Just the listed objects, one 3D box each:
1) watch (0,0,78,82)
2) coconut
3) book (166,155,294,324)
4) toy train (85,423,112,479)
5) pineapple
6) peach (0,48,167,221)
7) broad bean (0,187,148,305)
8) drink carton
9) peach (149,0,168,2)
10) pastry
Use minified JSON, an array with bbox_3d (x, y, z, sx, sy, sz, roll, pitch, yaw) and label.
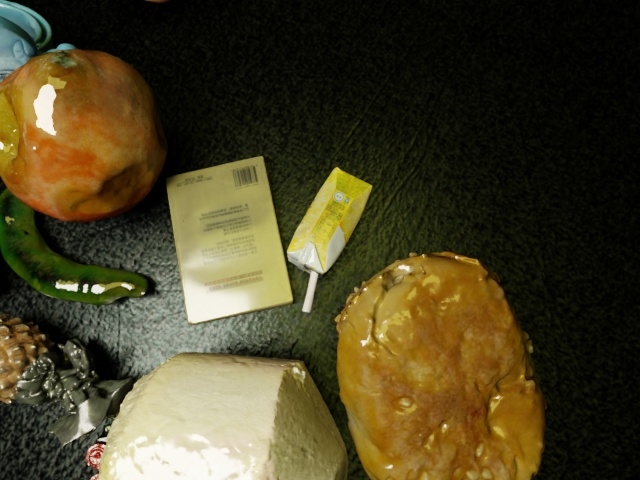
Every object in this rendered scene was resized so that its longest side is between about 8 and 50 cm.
[{"bbox_3d":[-0.473,-0.268,0.600,0.211,0.211,0.193,-35,70,-6],"label":"watch"},{"bbox_3d":[-0.091,0.246,0.458,0.244,0.239,0.239,4,79,2],"label":"coconut"},{"bbox_3d":[-0.137,-0.003,0.609,0.161,0.026,0.231,-12,79,-1],"label":"book"},{"bbox_3d":[-0.259,0.315,0.539,0.086,0.050,0.138,-10,78,-6],"label":"toy train"},{"bbox_3d":[-0.361,0.185,0.535,0.237,0.111,0.119,20,88,2],"label":"pineapple"},{"bbox_3d":[-0.315,-0.146,0.530,0.214,0.235,0.214,14,54,-21],"label":"peach"},{"bbox_3d":[-0.390,0.003,0.599,0.144,0.049,0.292,-39,80,-10],"label":"broad bean"},{"bbox_3d":[0.000,0.000,0.580,0.074,0.084,0.200,30,76,2],"label":"drink carton"},{"bbox_3d":[-0.273,-0.471,0.621,0.184,0.184,0.184,0,79,0],"label":"peach"},{"bbox_3d":[0.141,0.168,0.506,0.255,0.162,0.311,-12,89,-12],"label":"pastry"}]
